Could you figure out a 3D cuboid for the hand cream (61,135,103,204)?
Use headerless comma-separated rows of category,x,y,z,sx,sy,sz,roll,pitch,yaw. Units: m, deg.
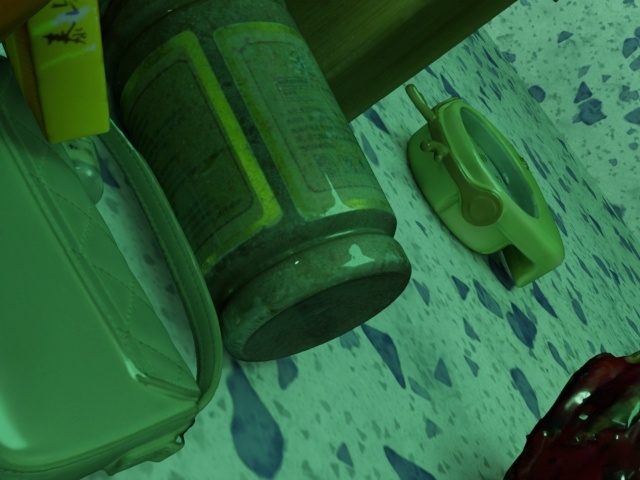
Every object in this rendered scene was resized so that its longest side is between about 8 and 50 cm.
hand cream,-0.175,-0.074,0.613,0.061,0.039,0.143,21,32,-37

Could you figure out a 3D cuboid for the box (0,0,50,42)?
box,-0.271,-0.153,0.278,0.341,0.143,0.225,49,58,-12

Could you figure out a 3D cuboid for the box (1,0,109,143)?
box,-0.174,-0.194,0.483,0.152,0.043,0.269,97,-31,-51

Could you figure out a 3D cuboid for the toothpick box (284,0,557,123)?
toothpick box,0.072,-0.269,0.985,0.187,0.308,0.190,3,57,-62

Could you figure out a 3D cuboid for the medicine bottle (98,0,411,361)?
medicine bottle,-0.062,-0.083,0.682,0.151,0.151,0.322,11,49,-58

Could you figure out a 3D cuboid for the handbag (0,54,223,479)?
handbag,-0.150,0.005,0.475,0.219,0.079,0.256,-11,67,-58

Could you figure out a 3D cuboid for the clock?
clock,0.210,-0.088,1.276,0.308,0.096,0.235,35,32,-38

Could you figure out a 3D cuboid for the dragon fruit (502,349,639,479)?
dragon fruit,0.309,0.243,0.779,0.329,0.329,0.329,42,27,-27
